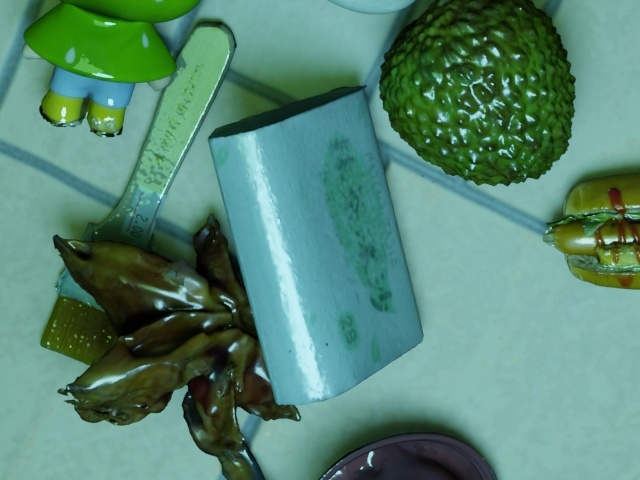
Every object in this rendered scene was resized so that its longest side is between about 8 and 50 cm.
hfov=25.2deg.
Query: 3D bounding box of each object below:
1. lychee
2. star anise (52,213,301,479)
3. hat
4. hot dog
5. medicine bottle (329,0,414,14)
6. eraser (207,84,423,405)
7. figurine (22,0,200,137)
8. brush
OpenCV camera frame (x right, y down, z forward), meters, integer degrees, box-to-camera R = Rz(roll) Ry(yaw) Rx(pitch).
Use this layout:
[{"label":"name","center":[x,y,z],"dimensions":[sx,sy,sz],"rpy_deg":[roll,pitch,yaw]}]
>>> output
[{"label":"lychee","center":[0.130,-0.119,1.145],"dimensions":[0.171,0.171,0.171],"rpy_deg":[1,102,6]},{"label":"star anise","center":[-0.103,0.128,1.220],"dimensions":[0.148,0.237,0.346],"rpy_deg":[-15,110,48]},{"label":"hat","center":[0.076,0.261,1.228],"dimensions":[0.205,0.089,0.205],"rpy_deg":[-7,108,-23]},{"label":"hot dog","center":[0.311,-0.009,1.187],"dimensions":[0.250,0.076,0.104],"rpy_deg":[-3,102,5]},{"label":"medicine bottle","center":[-0.054,-0.328,1.062],"dimensions":[0.375,0.282,0.123],"rpy_deg":[30,133,-2]},{"label":"eraser","center":[0.000,0.000,1.182],"dimensions":[0.081,0.174,0.227],"rpy_deg":[-6,103,42]},{"label":"figurine","center":[-0.169,-0.213,1.175],"dimensions":[0.162,0.143,0.263],"rpy_deg":[16,115,-3]},{"label":"brush","center":[-0.156,-0.039,1.263],"dimensions":[0.085,0.020,0.336],"rpy_deg":[25,103,1]}]
